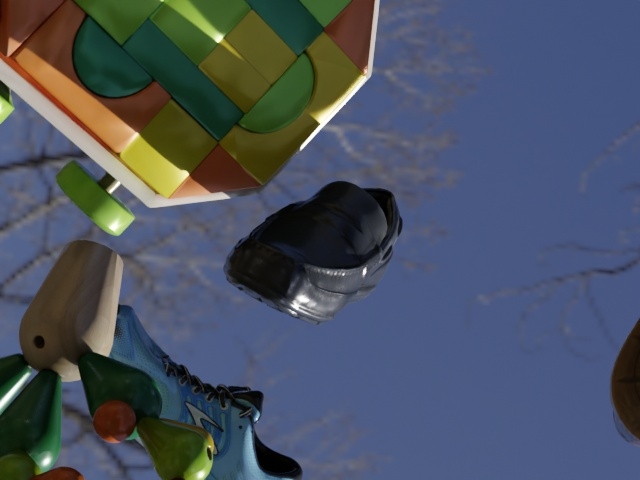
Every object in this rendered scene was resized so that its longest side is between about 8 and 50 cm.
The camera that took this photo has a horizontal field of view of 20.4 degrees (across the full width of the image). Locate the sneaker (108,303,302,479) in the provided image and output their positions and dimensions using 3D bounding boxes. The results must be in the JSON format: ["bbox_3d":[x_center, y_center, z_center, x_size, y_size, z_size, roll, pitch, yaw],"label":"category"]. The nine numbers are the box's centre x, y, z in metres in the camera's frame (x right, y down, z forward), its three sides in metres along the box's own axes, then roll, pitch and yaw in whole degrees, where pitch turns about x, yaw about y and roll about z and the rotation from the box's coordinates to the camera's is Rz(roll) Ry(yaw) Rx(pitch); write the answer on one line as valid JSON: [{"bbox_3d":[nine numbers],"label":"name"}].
[{"bbox_3d":[-0.069,0.095,1.028,0.073,0.162,0.063,-32,-159,14],"label":"sneaker"}]

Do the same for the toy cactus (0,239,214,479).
[{"bbox_3d":[-0.136,0.088,0.927,0.219,0.112,0.180,-9,-128,37],"label":"toy cactus"}]

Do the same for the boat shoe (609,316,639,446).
[{"bbox_3d":[0.313,0.006,1.218,0.342,0.123,0.123,-53,171,-8],"label":"boat shoe"}]

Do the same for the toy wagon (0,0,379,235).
[{"bbox_3d":[-0.112,-0.167,1.069,0.267,0.344,0.068,-47,-141,-1],"label":"toy wagon"}]

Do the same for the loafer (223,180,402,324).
[{"bbox_3d":[0.000,0.000,1.078,0.076,0.223,0.078,29,-79,11],"label":"loafer"}]
